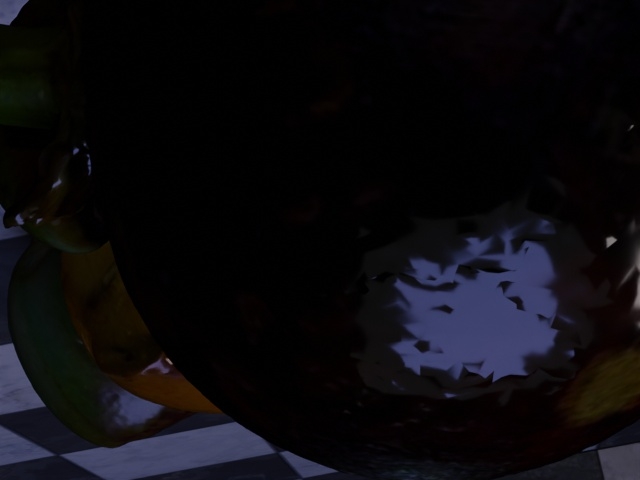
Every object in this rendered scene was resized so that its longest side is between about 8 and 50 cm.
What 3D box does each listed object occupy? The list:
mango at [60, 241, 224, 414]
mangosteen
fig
[{"bbox_3d":[0.000,0.000,0.858,0.350,0.201,0.199,-7,-177,-43],"label":"mango"},{"bbox_3d":[0.010,-0.067,0.499,0.360,0.306,0.306,10,155,-16],"label":"mangosteen"},{"bbox_3d":[-0.141,0.060,0.977,0.181,0.181,0.191,-21,131,28],"label":"fig"}]
